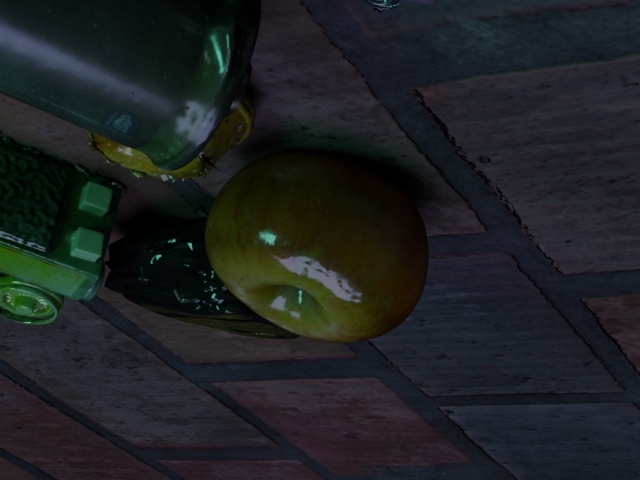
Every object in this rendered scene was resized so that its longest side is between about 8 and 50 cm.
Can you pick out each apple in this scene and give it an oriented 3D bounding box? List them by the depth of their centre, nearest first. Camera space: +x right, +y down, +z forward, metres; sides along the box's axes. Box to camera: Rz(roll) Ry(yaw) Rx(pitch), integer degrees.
[{"bbox_3d":[0.000,0.000,1.555,0.235,0.173,0.210,36,151,-24],"label":"apple"}]

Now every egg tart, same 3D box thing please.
[{"bbox_3d":[-0.167,-0.123,1.472,0.213,0.090,0.212,13,157,5],"label":"egg tart"}]

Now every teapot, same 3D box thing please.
[{"bbox_3d":[-0.229,-0.185,1.252,0.337,0.200,0.270,23,155,-25],"label":"teapot"}]

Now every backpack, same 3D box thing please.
[{"bbox_3d":[-0.147,0.041,1.755,0.258,0.133,0.206,-1,160,38],"label":"backpack"}]

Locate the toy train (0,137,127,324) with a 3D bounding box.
[{"bbox_3d":[-0.366,-0.015,1.694,0.272,0.159,0.188,22,146,-19],"label":"toy train"}]

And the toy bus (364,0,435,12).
[{"bbox_3d":[0.007,-0.254,1.119,0.199,0.096,0.108,12,150,-6],"label":"toy bus"}]
